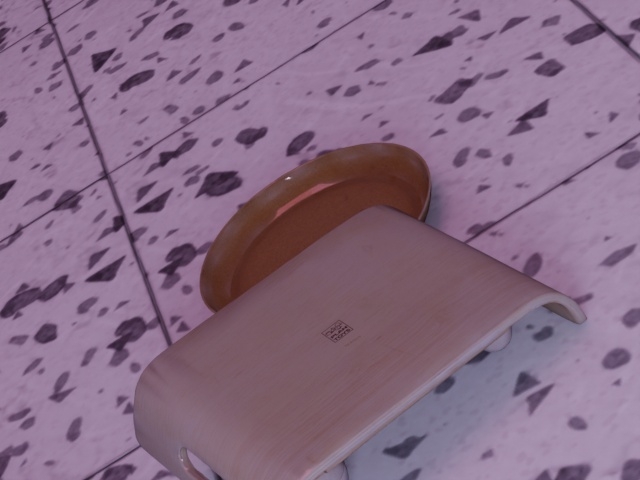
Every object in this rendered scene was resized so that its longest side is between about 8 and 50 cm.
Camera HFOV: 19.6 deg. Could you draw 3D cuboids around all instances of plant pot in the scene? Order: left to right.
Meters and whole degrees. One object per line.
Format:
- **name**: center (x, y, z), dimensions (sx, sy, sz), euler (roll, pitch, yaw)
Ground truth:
- **plant pot**: center (0.000, 0.000, 1.675), dimensions (0.236, 0.032, 0.236), euler (-24, 32, 16)

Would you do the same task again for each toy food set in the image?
- **toy food set**: center (0.026, 0.103, 1.450), dimensions (0.306, 0.092, 0.220), euler (-36, 37, -19)
